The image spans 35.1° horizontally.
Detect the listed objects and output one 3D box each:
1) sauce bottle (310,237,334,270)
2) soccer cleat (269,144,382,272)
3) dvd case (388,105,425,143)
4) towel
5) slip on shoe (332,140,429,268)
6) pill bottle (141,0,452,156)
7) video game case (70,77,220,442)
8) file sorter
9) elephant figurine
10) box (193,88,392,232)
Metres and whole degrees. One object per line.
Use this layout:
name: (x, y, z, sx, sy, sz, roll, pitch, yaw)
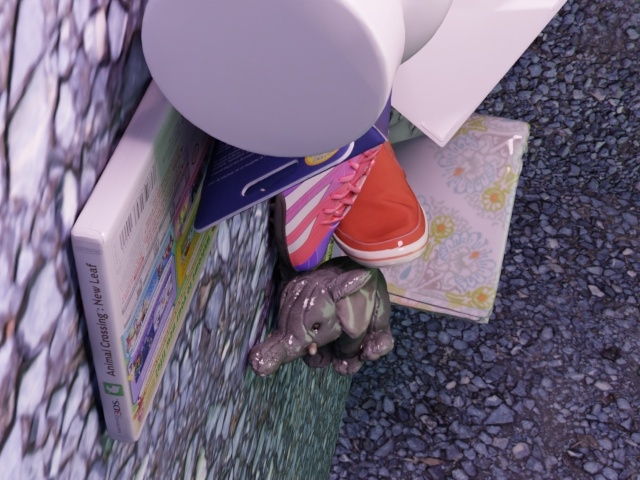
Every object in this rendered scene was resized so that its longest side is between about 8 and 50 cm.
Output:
sauce bottle: (0.000, 0.000, 1.532, 0.042, 0.042, 0.128, -56, 154, -74)
soccer cleat: (0.015, -0.092, 1.139, 0.109, 0.116, 0.318, -60, 160, -56)
dvd case: (0.120, -0.222, 1.610, 0.018, 0.221, 0.165, 50, -32, 39)
towel: (0.185, -0.054, 1.832, 0.090, 0.320, 0.375, -11, 112, -77)
slip on shoe: (0.054, -0.084, 1.304, 0.331, 0.123, 0.101, -105, 180, -49)
pill bottle: (0.003, -0.206, 0.603, 0.176, 0.176, 0.319, 92, 10, -52)
video game case: (-0.105, -0.009, 0.662, 0.193, 0.023, 0.212, 94, 8, -46)
file sorter: (0.177, -0.305, 1.428, 0.278, 0.193, 0.173, -50, -172, 7)
elephant figurine: (0.005, 0.080, 1.278, 0.239, 0.169, 0.186, 43, 28, -64)
box: (-0.012, -0.102, 0.696, 0.036, 0.136, 0.225, 42, 40, -32)
